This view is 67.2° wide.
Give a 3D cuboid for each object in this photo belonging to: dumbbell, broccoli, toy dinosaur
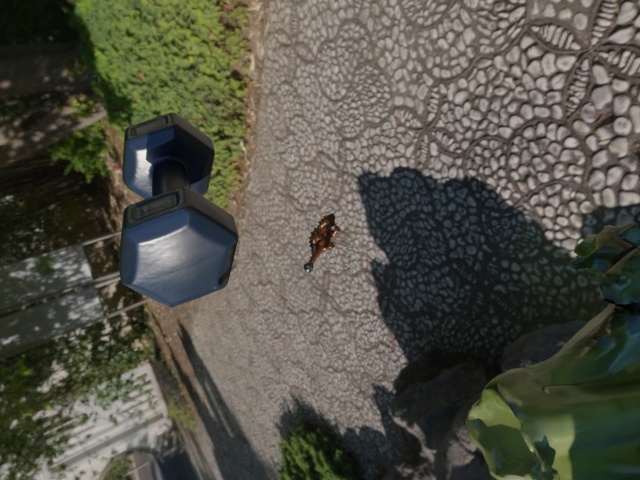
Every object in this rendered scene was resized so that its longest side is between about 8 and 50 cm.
[{"bbox_3d":[-0.218,-0.060,0.711,0.324,0.144,0.159,-118,40,-48],"label":"dumbbell"},{"bbox_3d":[0.262,0.125,0.388,0.348,0.281,0.293,150,114,-69],"label":"broccoli"},{"bbox_3d":[0.000,0.000,0.963,0.049,0.154,0.055,37,144,-19],"label":"toy dinosaur"}]
